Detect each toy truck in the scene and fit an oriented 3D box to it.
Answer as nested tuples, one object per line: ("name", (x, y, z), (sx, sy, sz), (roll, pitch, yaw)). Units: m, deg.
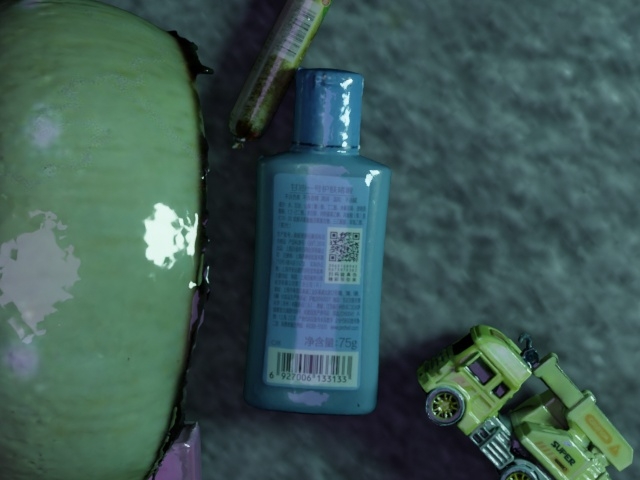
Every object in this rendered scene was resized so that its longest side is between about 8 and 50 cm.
("toy truck", (0.157, 0.137, 1.229), (0.100, 0.077, 0.169), (-43, 92, 6))

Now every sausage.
("sausage", (-0.004, -0.188, 1.223), (0.032, 0.033, 0.269), (27, 95, -2))

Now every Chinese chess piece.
("Chinese chess piece", (-0.179, 0.012, 1.086), (0.146, 0.349, 0.349), (6, 95, -19))

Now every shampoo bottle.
("shampoo bottle", (0.000, 0.000, 1.225), (0.103, 0.061, 0.259), (4, 95, 1))

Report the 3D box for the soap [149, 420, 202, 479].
("soap", (-0.174, 0.271, 1.239), (0.181, 0.081, 0.260), (-1, 95, 0))
